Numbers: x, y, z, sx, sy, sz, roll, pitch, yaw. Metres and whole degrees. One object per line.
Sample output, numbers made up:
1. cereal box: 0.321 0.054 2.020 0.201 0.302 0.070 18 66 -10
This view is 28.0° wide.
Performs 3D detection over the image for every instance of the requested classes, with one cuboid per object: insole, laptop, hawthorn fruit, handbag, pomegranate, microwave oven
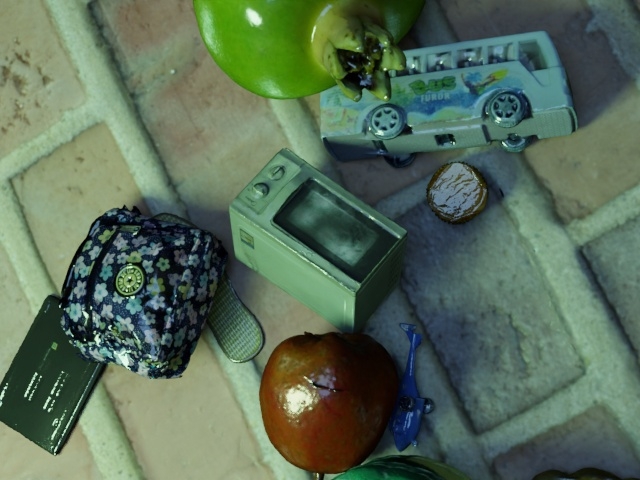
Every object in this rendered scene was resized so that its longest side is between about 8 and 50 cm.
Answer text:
1. insole: -0.162 0.061 1.788 0.086 0.005 0.253 -40 75 7
2. laptop: -0.382 0.189 1.825 0.135 0.016 0.197 28 90 18
3. hawthorn fruit: 0.004 0.215 1.635 0.185 0.185 0.202 7 95 16
4. handbag: -0.249 0.064 1.744 0.207 0.127 0.229 11 76 25
5. pomegranate: -0.011 -0.326 1.643 0.309 0.216 0.358 -30 41 -2
6. microwave oven: 0.000 0.000 1.670 0.205 0.163 0.129 35 69 16

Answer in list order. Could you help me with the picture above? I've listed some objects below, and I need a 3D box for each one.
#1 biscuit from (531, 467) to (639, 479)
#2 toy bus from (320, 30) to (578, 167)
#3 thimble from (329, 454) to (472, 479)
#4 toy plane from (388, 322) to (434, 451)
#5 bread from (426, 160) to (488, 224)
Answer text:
1. biscuit: 0.338 0.433 1.571 0.335 0.078 0.329 -29 73 9
2. toy bus: 0.166 -0.184 1.686 0.329 0.109 0.136 -6 70 13
3. thimble: 0.095 0.404 1.529 0.254 0.167 0.288 -8 84 23
4. toy plane: 0.112 0.193 1.678 0.062 0.054 0.167 4 83 41
5. bread: 0.180 -0.062 1.689 0.085 0.053 0.085 0 92 7
